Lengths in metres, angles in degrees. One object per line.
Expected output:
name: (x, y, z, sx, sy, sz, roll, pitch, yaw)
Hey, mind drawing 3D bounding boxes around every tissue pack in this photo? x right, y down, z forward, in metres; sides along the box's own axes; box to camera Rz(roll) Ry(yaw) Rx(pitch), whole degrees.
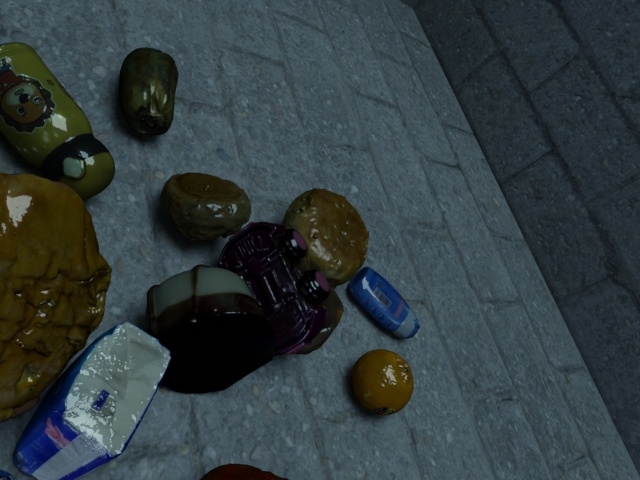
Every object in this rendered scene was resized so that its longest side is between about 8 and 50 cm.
tissue pack: (-0.393, 0.280, 0.935, 0.137, 0.269, 0.209, 38, 42, -19)

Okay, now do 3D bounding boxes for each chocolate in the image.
chocolate: (-0.244, 0.173, 1.194, 0.283, 0.284, 0.186, 19, 34, -34)

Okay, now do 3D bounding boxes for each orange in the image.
orange: (0.171, 0.384, 1.508, 0.177, 0.155, 0.178, 16, 49, -19)

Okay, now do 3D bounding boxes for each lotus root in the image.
lotus root: (-0.466, -0.408, 1.494, 0.151, 0.160, 0.275, 5, 53, -13)

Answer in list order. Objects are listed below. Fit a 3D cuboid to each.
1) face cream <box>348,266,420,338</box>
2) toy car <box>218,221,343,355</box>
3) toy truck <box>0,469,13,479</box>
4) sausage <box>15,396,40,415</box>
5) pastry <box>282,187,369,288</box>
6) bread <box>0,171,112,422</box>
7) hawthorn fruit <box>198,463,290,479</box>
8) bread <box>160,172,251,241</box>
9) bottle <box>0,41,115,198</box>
face cream: (0.208, 0.202, 1.735, 0.264, 0.083, 0.149, 45, 40, -9)
toy car: (-0.086, 0.122, 1.398, 0.240, 0.271, 0.341, 7, 53, -63)
toy truck: (-0.543, 0.382, 0.887, 0.090, 0.056, 0.073, 47, 43, 15)
sausage: (-0.600, 0.277, 0.881, 0.289, 0.086, 0.086, -14, 71, -48)
pastry: (0.000, 0.000, 1.608, 0.284, 0.184, 0.316, 47, 37, -15)
bread: (-0.502, 0.086, 0.818, 0.215, 0.399, 0.398, 23, 34, 19)
hawthorn fruit: (-0.119, 0.564, 1.000, 0.275, 0.275, 0.300, 18, 59, -35)
bread: (-0.291, -0.082, 1.397, 0.229, 0.123, 0.230, 16, 24, -7)
bottle: (-0.598, -0.249, 1.224, 0.351, 0.171, 0.171, 50, 39, -2)
